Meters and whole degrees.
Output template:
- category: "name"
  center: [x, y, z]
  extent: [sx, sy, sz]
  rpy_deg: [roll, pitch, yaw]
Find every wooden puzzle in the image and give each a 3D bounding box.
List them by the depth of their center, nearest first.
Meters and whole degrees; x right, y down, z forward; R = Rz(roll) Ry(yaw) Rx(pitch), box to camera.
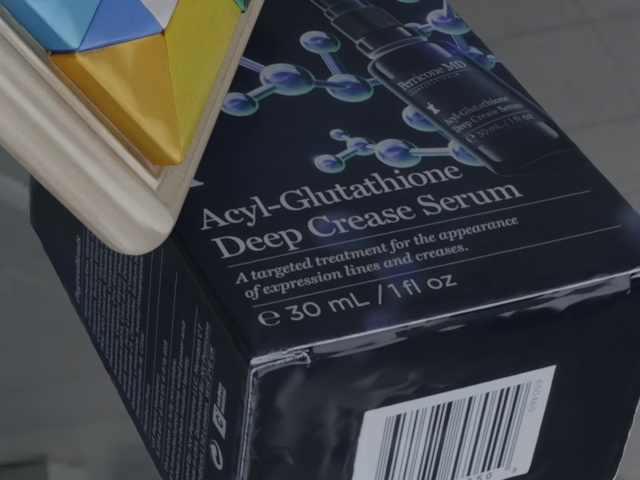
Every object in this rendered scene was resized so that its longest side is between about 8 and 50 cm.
- category: "wooden puzzle"
  center: [-0.098, -0.142, 0.963]
  extent: [0.044, 0.238, 0.221]
  rpy_deg: [8, 154, 35]

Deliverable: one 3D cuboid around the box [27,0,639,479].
- category: "box"
  center: [0.000, 0.000, 1.246]
  extent: [0.294, 0.395, 0.212]
  rpy_deg: [-12, 133, -23]
